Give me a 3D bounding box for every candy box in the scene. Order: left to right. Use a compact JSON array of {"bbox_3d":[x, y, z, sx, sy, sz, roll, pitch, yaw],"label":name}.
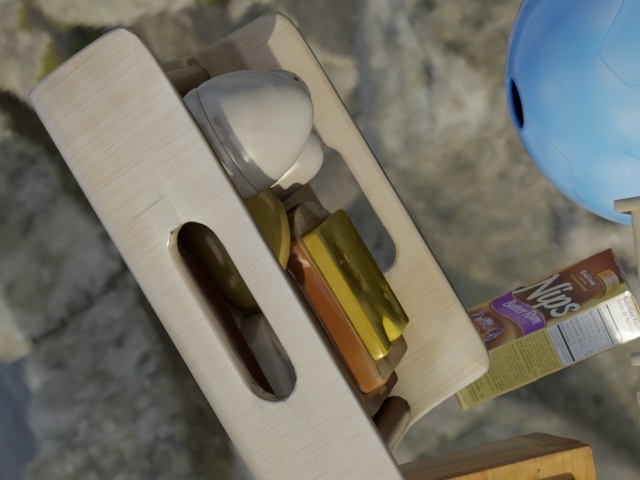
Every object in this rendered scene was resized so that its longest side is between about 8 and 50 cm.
[{"bbox_3d":[0.204,0.081,1.709,0.109,0.186,0.053,-92,-22,-69],"label":"candy box"}]

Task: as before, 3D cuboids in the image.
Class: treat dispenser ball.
[{"bbox_3d":[0.313,-0.154,1.666,0.288,0.288,0.288,40,145,36],"label":"treat dispenser ball"}]

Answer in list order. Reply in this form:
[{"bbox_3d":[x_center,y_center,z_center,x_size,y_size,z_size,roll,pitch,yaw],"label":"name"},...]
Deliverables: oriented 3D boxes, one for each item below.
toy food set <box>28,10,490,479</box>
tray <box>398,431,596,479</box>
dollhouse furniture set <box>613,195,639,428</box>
[{"bbox_3d":[0.000,0.000,0.798,0.220,0.092,0.306,59,-166,-2],"label":"toy food set"},{"bbox_3d":[0.074,0.326,0.965,0.076,0.202,0.411,-179,79,-71],"label":"tray"},{"bbox_3d":[0.285,0.059,1.231,0.101,0.161,0.182,-10,82,31],"label":"dollhouse furniture set"}]
